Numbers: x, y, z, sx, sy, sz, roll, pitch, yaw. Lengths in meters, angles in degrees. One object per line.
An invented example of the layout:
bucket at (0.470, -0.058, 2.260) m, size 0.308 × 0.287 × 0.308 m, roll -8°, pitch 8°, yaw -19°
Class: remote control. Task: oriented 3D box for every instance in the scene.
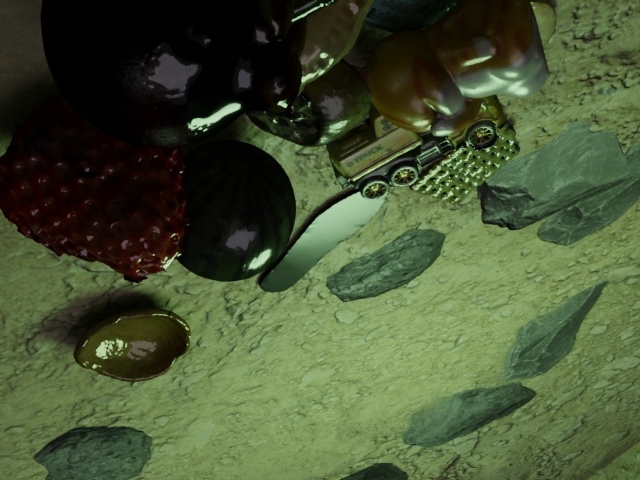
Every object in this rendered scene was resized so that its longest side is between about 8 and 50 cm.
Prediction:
remote control at (0.119, -0.329, 1.712) m, size 0.233 × 0.038 × 0.098 m, roll 7°, pitch 139°, yaw -39°

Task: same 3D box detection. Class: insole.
insole at (0.000, 0.000, 2.155) m, size 0.110 × 0.012 × 0.309 m, roll 9°, pitch 137°, yaw -41°

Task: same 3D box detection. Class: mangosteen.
mangosteen at (-0.164, -0.236, 1.421) m, size 0.297 × 0.313 × 0.297 m, roll -55°, pitch 178°, yaw -3°

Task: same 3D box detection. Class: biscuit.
biscuit at (0.289, -0.310, 1.858) m, size 0.152 × 0.020 × 0.152 m, roll -16°, pitch 148°, yaw -10°
biscuit at (0.261, -0.133, 2.111) m, size 0.203 × 0.016 × 0.144 m, roll -40°, pitch 144°, yaw 28°

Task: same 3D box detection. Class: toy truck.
toy truck at (0.127, -0.184, 1.859) m, size 0.272 × 0.124 × 0.157 m, roll -26°, pitch 138°, yaw 12°

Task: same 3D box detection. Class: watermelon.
watermelon at (-0.137, -0.041, 1.827) m, size 0.212 × 0.212 × 0.212 m, roll -16°, pitch 148°, yaw -10°

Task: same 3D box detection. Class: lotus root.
lotus root at (-0.039, -0.191, 1.687) m, size 0.203 × 0.078 × 0.183 m, roll 25°, pitch 144°, yaw 5°

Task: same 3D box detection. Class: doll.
doll at (0.187, -0.244, 1.693) m, size 0.269 × 0.162 × 0.166 m, roll -29°, pitch 152°, yaw 8°

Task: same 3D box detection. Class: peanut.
peanut at (0.008, -0.304, 1.553) m, size 0.130 × 0.130 × 0.290 m, roll 26°, pitch 99°, yaw -50°

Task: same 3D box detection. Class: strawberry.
strawberry at (-0.312, -0.082, 1.611) m, size 0.253 × 0.280 × 0.150 m, roll -15°, pitch 146°, yaw 6°

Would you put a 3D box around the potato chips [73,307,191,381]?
potato chips at (-0.332, 0.172, 2.165) m, size 0.208 × 0.062 × 0.195 m, roll -11°, pitch 141°, yaw -14°
